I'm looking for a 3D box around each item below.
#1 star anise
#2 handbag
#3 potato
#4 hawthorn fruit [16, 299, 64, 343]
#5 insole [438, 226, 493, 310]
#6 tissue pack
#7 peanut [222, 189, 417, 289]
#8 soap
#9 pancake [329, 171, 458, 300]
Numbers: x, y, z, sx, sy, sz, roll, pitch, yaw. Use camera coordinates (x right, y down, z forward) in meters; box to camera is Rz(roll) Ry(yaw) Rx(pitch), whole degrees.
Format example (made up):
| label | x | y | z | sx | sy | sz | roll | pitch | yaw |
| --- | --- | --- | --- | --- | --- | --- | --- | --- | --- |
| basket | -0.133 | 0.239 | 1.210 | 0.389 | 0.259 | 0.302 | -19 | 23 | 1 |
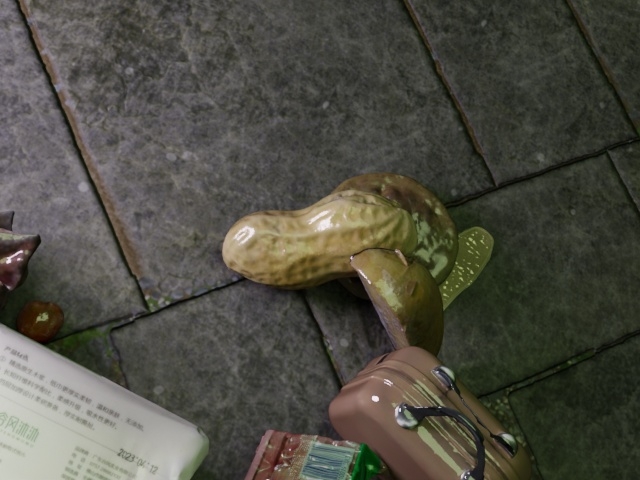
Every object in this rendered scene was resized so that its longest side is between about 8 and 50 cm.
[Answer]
| label | x | y | z | sx | sy | sz | roll | pitch | yaw |
| --- | --- | --- | --- | --- | --- | --- | --- | --- | --- |
| star anise | -0.547 | 0.051 | 1.728 | 0.331 | 0.331 | 0.118 | -31 | 123 | -25 |
| handbag | 0.177 | 0.297 | 1.837 | 0.149 | 0.283 | 0.302 | -41 | 87 | -24 |
| potato | 0.154 | 0.115 | 1.912 | 0.120 | 0.100 | 0.261 | -34 | 121 | -11 |
| hawthorn fruit | -0.421 | 0.139 | 1.828 | 0.066 | 0.067 | 0.103 | 16 | 79 | -12 |
| insole | 0.213 | 0.066 | 2.086 | 0.081 | 0.011 | 0.248 | 41 | 64 | -1 |
| tissue pack | -0.370 | 0.313 | 1.703 | 0.356 | 0.194 | 0.266 | 29 | 64 | -7 |
| peanut | 0.000 | 0.000 | 1.954 | 0.313 | 0.149 | 0.149 | -10 | 73 | 0 |
| soap | -0.029 | 0.376 | 1.751 | 0.217 | 0.098 | 0.273 | 4 | 25 | 11 |
| pancake | 0.112 | -0.006 | 2.052 | 0.241 | 0.050 | 0.242 | 2 | 72 | -7 |
